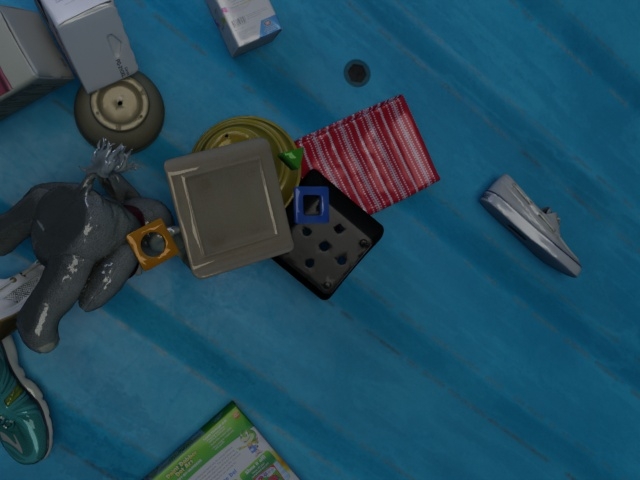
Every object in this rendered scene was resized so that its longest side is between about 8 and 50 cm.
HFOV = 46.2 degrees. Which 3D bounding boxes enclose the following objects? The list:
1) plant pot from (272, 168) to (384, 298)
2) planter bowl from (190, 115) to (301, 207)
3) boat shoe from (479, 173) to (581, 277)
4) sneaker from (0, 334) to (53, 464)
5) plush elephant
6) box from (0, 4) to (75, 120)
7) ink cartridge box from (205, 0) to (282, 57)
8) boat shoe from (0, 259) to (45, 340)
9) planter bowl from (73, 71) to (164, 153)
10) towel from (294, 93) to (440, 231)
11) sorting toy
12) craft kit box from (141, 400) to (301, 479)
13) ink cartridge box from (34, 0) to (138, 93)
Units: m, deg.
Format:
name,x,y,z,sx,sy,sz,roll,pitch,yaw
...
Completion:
name,x,y,z,sx,sy,sz,roll,pitch,yaw
plant pot,0.000,0.000,1.374,0.187,0.167,0.188,40,94,-7
planter bowl,-0.147,-0.138,1.353,0.217,0.090,0.217,-1,78,6
boat shoe,0.453,-0.031,1.560,0.267,0.096,0.088,40,86,-4
sneaker,-0.554,0.265,1.275,0.107,0.110,0.275,-26,95,8
plush elephant,-0.355,-0.001,1.258,0.330,0.255,0.272,-49,60,8
box,-0.549,-0.265,1.215,0.232,0.148,0.127,-27,98,10
ink cartridge box,-0.148,-0.429,1.387,0.092,0.090,0.143,-26,97,-13
boat shoe,-0.539,0.107,1.241,0.096,0.277,0.098,46,123,2
planter bowl,-0.355,-0.236,1.327,0.162,0.109,0.162,0,91,-14
towel,0.087,-0.151,1.488,0.275,0.031,0.199,-26,98,-13
sorting toy,-0.150,-0.054,1.219,0.347,0.047,0.196,-18,98,-24
craft kit box,-0.180,0.478,1.418,0.250,0.061,0.247,-40,103,-11
ink cartridge box,-0.407,-0.387,1.228,0.100,0.172,0.237,-29,67,-12
